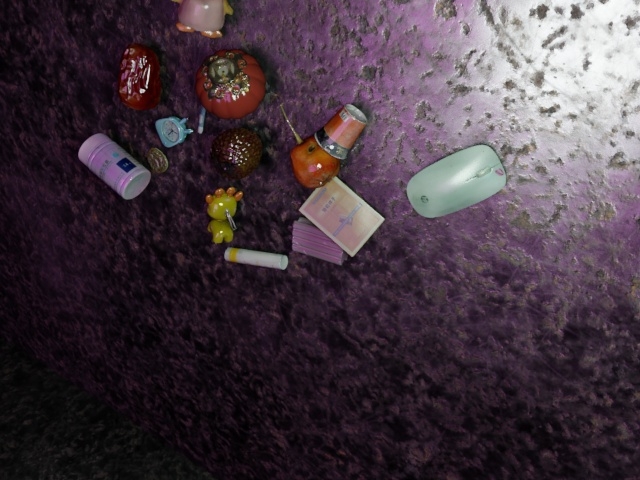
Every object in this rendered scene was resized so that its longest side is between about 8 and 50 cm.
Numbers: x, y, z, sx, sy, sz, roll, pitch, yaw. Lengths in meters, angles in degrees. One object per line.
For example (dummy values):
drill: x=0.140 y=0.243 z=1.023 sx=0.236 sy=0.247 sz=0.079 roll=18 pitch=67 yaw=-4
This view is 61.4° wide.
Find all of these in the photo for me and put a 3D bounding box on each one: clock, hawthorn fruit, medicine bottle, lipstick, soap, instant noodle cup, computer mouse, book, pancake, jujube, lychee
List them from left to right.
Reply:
medicine bottle: x=-0.830 y=-0.300 z=2.174 sx=0.254 sy=0.152 sz=0.152 roll=39 pitch=128 yaw=7
jujube: x=-0.643 y=-0.579 z=1.922 sx=0.155 sy=0.155 sz=0.230 roll=23 pitch=115 yaw=19
pancake: x=-0.649 y=-0.318 z=2.141 sx=0.108 sy=0.017 sz=0.107 roll=12 pitch=117 yaw=24
clock: x=-0.543 y=-0.412 z=2.011 sx=0.147 sy=0.045 sz=0.108 roll=-7 pitch=111 yaw=33
lychee: x=-0.283 y=-0.299 z=1.833 sx=0.188 sy=0.188 sz=0.187 roll=14 pitch=121 yaw=25
lipstick: x=-0.250 y=0.069 z=2.081 sx=0.264 sy=0.059 sz=0.059 roll=7 pitch=118 yaw=28
hawthorn fruit: x=-0.059 y=-0.298 z=1.715 sx=0.165 sy=0.165 sz=0.285 roll=-37 pitch=91 yaw=39
soap: x=0.000 y=0.000 z=1.889 sx=0.203 sy=0.065 sz=0.122 roll=18 pitch=121 yaw=22
book: x=0.069 y=-0.086 z=1.788 sx=0.242 sy=0.018 sz=0.170 roll=41 pitch=101 yaw=5
instant noodle cup: x=0.069 y=-0.338 z=1.644 sx=0.127 sy=0.127 sz=0.135 roll=44 pitch=120 yaw=4
computer mouse: x=0.381 y=-0.162 z=1.558 sx=0.289 sy=0.097 sz=0.159 roll=-22 pitch=100 yaw=38

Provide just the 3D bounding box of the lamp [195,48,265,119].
lamp: x=-0.284 y=-0.494 z=1.718 sx=0.227 sy=0.227 sz=0.226 roll=14 pitch=121 yaw=25

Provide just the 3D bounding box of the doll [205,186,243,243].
doll: x=-0.369 y=-0.106 z=2.019 sx=0.135 sy=0.143 sz=0.220 roll=56 pitch=140 yaw=40

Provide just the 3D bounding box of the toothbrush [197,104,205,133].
toothbrush: x=-0.406 y=-0.498 z=1.896 sx=0.019 sy=0.025 sz=0.275 roll=30 pitch=126 yaw=14

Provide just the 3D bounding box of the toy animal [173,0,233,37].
toy animal: x=-0.351 y=-0.761 z=1.637 sx=0.196 sy=0.169 sz=0.281 roll=6 pitch=122 yaw=-21
